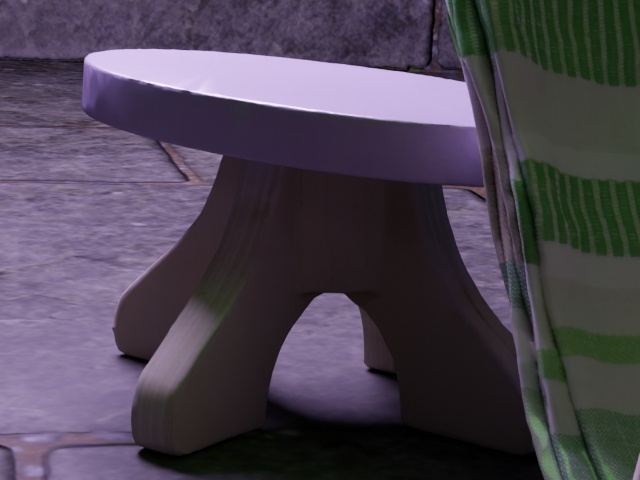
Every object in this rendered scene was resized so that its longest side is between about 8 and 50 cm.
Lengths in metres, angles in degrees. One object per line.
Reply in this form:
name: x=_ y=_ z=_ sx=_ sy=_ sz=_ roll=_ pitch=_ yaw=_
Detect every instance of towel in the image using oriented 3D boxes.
towel: x=0.177 y=-0.032 z=0.700 sx=0.248 sy=0.324 sz=0.038 roll=0 pitch=-25 yaw=-23

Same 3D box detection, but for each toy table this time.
toy table: x=0.000 y=0.000 z=0.810 sx=0.252 sy=0.160 sz=0.274 roll=-7 pitch=16 yaw=-42

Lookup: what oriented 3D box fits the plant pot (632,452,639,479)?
plant pot: x=0.233 y=0.059 z=0.412 sx=0.191 sy=0.284 sz=0.284 roll=28 pitch=9 yaw=-9
